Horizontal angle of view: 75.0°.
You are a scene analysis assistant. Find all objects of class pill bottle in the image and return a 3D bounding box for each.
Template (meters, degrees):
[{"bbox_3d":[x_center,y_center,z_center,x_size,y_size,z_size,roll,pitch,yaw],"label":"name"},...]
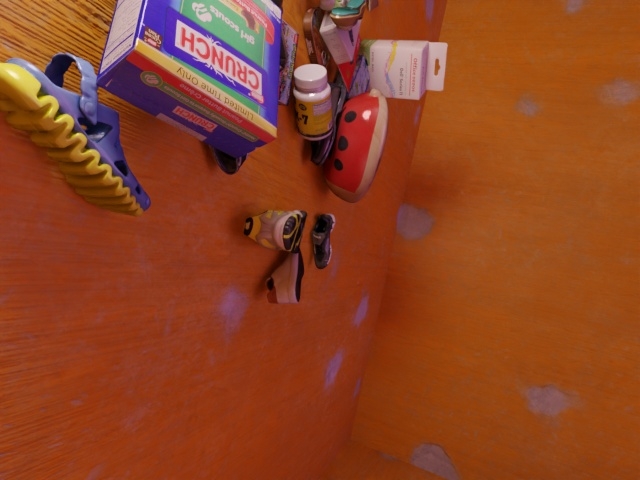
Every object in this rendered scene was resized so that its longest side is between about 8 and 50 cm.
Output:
[{"bbox_3d":[-0.024,-0.434,1.317,0.208,0.119,0.119,84,28,-49],"label":"pill bottle"}]

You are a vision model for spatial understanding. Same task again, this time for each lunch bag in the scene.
[{"bbox_3d":[0.125,-0.606,1.650,0.176,0.090,0.219,54,53,-65],"label":"lunch bag"}]

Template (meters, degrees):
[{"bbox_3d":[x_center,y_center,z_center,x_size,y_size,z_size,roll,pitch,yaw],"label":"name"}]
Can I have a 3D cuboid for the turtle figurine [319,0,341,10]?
[{"bbox_3d":[0.046,-0.795,1.168,0.275,0.198,0.266,-41,174,4],"label":"turtle figurine"}]

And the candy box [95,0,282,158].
[{"bbox_3d":[-0.203,-0.347,0.729,0.268,0.122,0.317,24,60,-45],"label":"candy box"}]

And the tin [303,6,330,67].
[{"bbox_3d":[-0.011,-0.659,1.362,0.106,0.040,0.189,-59,151,-30],"label":"tin"}]

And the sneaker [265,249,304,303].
[{"bbox_3d":[-0.126,0.109,1.439,0.290,0.123,0.106,-82,161,-60],"label":"sneaker"}]

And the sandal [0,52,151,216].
[{"bbox_3d":[-0.364,-0.163,0.672,0.317,0.126,0.138,75,31,-52],"label":"sandal"}]

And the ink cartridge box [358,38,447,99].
[{"bbox_3d":[0.326,-0.705,1.725,0.119,0.353,0.207,-55,149,-43],"label":"ink cartridge box"}]

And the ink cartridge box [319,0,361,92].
[{"bbox_3d":[0.102,-0.718,1.446,0.261,0.066,0.296,49,46,-51],"label":"ink cartridge box"}]

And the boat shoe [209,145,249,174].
[{"bbox_3d":[-0.229,-0.286,0.935,0.306,0.113,0.105,91,9,-48],"label":"boat shoe"}]

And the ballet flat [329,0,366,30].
[{"bbox_3d":[0.090,-0.680,1.275,0.232,0.080,0.073,-57,160,-44],"label":"ballet flat"}]

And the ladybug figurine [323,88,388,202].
[{"bbox_3d":[0.121,-0.352,1.570,0.305,0.162,0.449,-108,-152,-52],"label":"ladybug figurine"}]

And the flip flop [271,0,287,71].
[{"bbox_3d":[-0.134,-0.565,1.045,0.080,0.112,0.277,-91,176,-57],"label":"flip flop"}]

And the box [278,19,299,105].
[{"bbox_3d":[-0.116,-0.503,1.190,0.114,0.036,0.207,-10,111,-67],"label":"box"}]

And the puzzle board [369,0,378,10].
[{"bbox_3d":[0.222,-1.027,1.749,0.128,0.011,0.096,-59,150,-47],"label":"puzzle board"}]

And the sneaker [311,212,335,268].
[{"bbox_3d":[0.000,0.000,1.693,0.106,0.078,0.234,10,89,-65],"label":"sneaker"}]

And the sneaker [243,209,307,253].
[{"bbox_3d":[-0.129,-0.040,1.295,0.384,0.147,0.145,57,44,-85],"label":"sneaker"}]

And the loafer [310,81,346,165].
[{"bbox_3d":[0.003,-0.417,1.480,0.095,0.109,0.302,20,81,-24],"label":"loafer"}]
